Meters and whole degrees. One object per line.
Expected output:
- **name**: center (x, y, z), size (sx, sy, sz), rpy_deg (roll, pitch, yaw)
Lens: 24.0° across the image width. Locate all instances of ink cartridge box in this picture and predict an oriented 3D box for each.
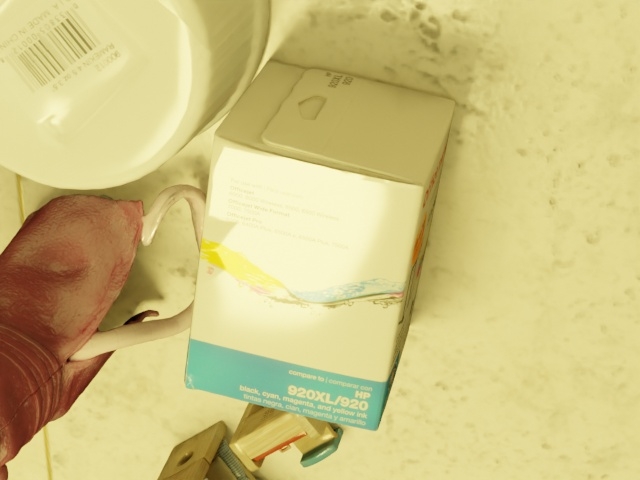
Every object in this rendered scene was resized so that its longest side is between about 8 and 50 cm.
- **ink cartridge box**: center (0.000, 0.000, 1.230), size (0.168, 0.171, 0.233), rpy_deg (13, 120, 7)

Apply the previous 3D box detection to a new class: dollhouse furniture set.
- **dollhouse furniture set**: center (-0.050, 0.235, 1.391), size (0.183, 0.129, 0.129), rpy_deg (-32, 106, 26)

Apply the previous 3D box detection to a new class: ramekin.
- **ramekin**: center (-0.190, -0.175, 1.208), size (0.277, 0.135, 0.277), rpy_deg (6, 118, 11)

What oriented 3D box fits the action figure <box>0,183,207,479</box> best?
- **action figure**: center (-0.253, 0.127, 1.245), size (0.275, 0.370, 0.248), rpy_deg (-5, 114, 18)
